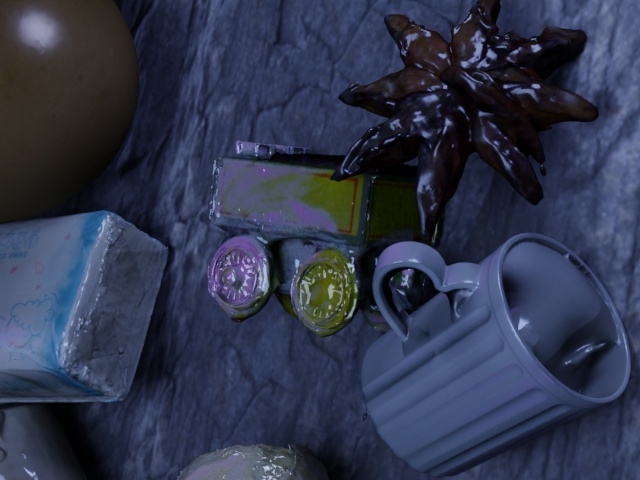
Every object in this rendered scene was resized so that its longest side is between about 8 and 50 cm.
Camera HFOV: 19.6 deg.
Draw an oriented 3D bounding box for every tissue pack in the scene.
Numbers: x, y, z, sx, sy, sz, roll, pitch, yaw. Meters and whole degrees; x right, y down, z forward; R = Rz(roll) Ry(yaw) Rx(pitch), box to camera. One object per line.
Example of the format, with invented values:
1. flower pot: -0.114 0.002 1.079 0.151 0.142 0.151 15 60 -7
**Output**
1. tissue pack: -0.315 0.076 2.056 0.271 0.124 0.201 -6 56 40

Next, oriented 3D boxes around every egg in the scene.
1. egg: -0.367 -0.166 2.019 0.374 0.301 0.301 -16 79 39

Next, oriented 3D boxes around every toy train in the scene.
1. toy train: 0.000 0.000 1.825 0.261 0.134 0.177 9 94 39

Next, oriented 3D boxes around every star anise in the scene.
1. star anise: 0.121 -0.132 1.684 0.272 0.102 0.272 -8 60 14

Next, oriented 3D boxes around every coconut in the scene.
1. coconut: -0.075 0.297 1.854 0.194 0.194 0.194 -1 88 39

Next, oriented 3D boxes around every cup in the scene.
1. cup: 0.138 0.090 1.683 0.202 0.167 0.221 -36 86 36

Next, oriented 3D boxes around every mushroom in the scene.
1. mushroom: -0.300 0.336 2.058 0.407 0.137 0.154 62 147 20
